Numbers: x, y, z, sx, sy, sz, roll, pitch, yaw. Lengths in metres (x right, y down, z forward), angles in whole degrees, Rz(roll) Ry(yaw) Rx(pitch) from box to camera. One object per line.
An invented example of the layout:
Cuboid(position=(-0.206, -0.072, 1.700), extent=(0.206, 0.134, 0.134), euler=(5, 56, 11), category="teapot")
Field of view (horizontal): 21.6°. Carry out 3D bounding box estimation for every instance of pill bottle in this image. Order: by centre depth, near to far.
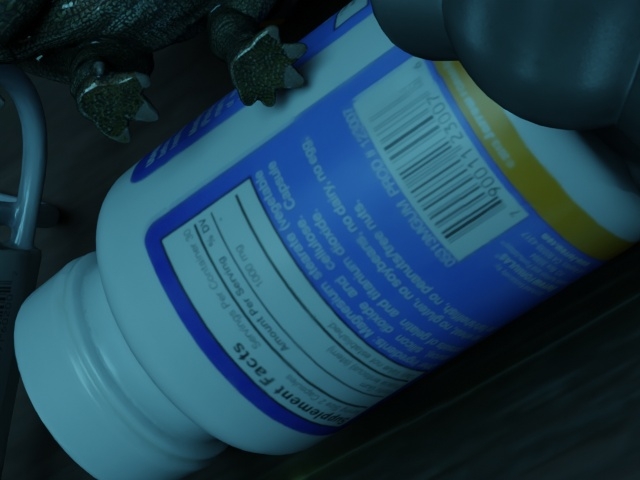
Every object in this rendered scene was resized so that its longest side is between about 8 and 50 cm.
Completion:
Cuboid(position=(0.000, 0.000, 0.735), extent=(0.272, 0.152, 0.152), euler=(-34, 73, 22), category="pill bottle")

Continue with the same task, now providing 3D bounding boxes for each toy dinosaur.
Cuboid(position=(-0.088, -0.111, 0.714), extent=(0.313, 0.160, 0.121), euler=(-34, 114, 11), category="toy dinosaur")

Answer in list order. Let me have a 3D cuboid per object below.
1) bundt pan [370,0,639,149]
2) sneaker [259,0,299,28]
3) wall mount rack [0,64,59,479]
Cuboid(position=(0.140, -0.144, 0.608), extent=(0.331, 0.331, 0.124), euler=(34, 139, 24), category="bundt pan")
Cuboid(position=(-0.095, -0.161, 0.832), extent=(0.215, 0.084, 0.083), euler=(14, 99, 26), category="sneaker")
Cuboid(position=(-0.252, 0.073, 0.775), extent=(0.130, 0.304, 0.350), euler=(12, 93, 24), category="wall mount rack")
